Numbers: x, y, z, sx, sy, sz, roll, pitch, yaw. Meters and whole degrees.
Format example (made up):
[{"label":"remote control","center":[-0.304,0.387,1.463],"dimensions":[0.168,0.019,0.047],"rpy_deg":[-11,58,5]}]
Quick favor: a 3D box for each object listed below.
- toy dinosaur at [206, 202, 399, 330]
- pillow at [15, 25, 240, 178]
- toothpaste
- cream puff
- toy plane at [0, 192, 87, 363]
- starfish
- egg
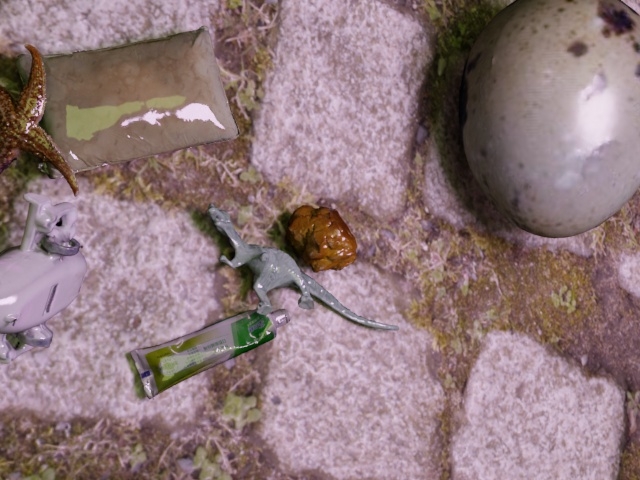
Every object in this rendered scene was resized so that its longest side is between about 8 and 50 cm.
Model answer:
[{"label":"toy dinosaur","center":[-0.037,0.087,1.301],"dimensions":[0.383,0.076,0.129],"rpy_deg":[41,35,-21]},{"label":"pillow","center":[-0.281,-0.207,1.230],"dimensions":[0.302,0.075,0.185],"rpy_deg":[-16,89,-23]},{"label":"toothpaste","center":[-0.157,0.156,1.261],"dimensions":[0.248,0.047,0.078],"rpy_deg":[-21,88,-24]},{"label":"cream puff","center":[0.000,0.000,1.327],"dimensions":[0.094,0.116,0.122],"rpy_deg":[-31,106,9]},{"label":"toy plane","center":[-0.390,0.057,1.075],"dimensions":[0.118,0.252,0.252],"rpy_deg":[26,70,11]},{"label":"starfish","center":[-0.415,-0.151,1.140],"dimensions":[0.238,0.057,0.213],"rpy_deg":[35,93,7]},{"label":"egg","center":[0.406,-0.215,1.418],"dimensions":[0.345,0.345,0.428],"rpy_deg":[5,84,-25]}]
